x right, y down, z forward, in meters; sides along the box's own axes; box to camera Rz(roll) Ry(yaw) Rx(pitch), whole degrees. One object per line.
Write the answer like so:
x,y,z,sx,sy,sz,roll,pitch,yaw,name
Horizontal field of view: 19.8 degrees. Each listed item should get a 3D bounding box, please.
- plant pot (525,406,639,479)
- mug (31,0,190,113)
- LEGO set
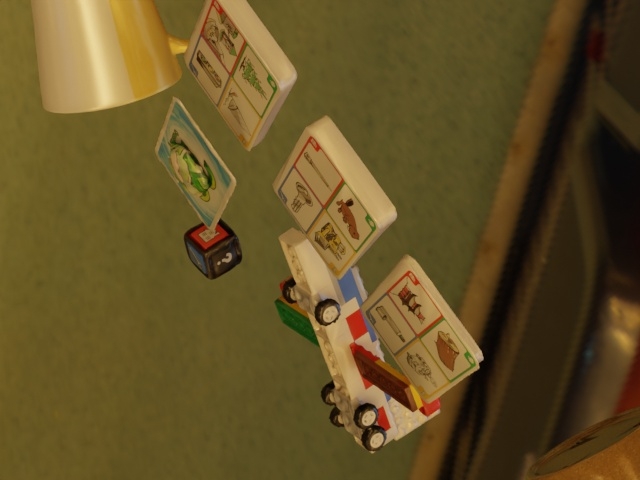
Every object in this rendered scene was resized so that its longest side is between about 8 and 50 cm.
0.272,0.266,1.428,0.237,0.237,0.254,-28,92,2,plant pot
-0.091,-0.097,0.799,0.078,0.062,0.064,-23,111,-30,mug
0.000,0.000,0.817,0.060,0.244,0.182,-33,82,-20,LEGO set
